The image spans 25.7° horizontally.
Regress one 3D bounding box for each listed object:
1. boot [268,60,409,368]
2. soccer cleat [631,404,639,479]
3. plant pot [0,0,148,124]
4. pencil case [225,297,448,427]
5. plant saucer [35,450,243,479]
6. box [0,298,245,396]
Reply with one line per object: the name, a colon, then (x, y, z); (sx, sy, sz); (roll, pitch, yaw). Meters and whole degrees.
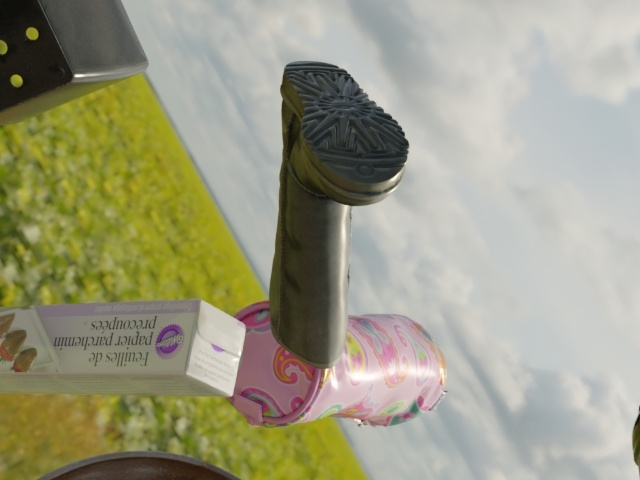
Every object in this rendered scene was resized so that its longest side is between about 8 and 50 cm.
boot: (0.002, 0.001, 0.980); (0.190, 0.076, 0.209); (-107, -155, -60)
soccer cleat: (0.185, 0.149, 0.604); (0.318, 0.108, 0.116); (89, -3, -53)
plant pot: (-0.330, -0.229, 1.573); (0.167, 0.187, 0.188); (-66, 135, -70)
pencil case: (0.017, 0.121, 1.328); (0.124, 0.124, 0.284); (60, 20, 21)
plant saucer: (-0.076, 0.169, 0.561); (0.168, 0.168, 0.029); (61, -24, -3)
box: (-0.211, 0.092, 1.184); (0.067, 0.324, 0.063); (32, 61, -48)
